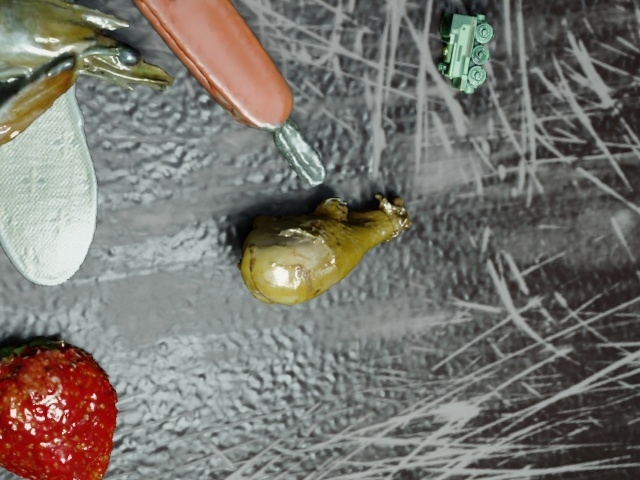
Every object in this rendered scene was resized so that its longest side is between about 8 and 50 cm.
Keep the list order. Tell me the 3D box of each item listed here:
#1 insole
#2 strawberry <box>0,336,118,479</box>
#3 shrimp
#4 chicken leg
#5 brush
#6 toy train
[{"bbox_3d":[-0.269,-0.112,1.175,0.109,0.007,0.322,-3,103,-17],"label":"insole"},{"bbox_3d":[-0.269,0.185,1.207,0.146,0.082,0.187,-29,113,-2],"label":"strawberry"},{"bbox_3d":[-0.294,-0.150,1.124,0.317,0.077,0.168,9,110,-11],"label":"shrimp"},{"bbox_3d":[0.002,0.002,1.245,0.207,0.101,0.085,-25,113,-32],"label":"chicken leg"},{"bbox_3d":[-0.097,-0.179,1.193,0.070,0.051,0.323,-40,107,-12],"label":"brush"},{"bbox_3d":[0.148,-0.195,1.269,0.053,0.033,0.083,7,100,-13],"label":"toy train"}]
